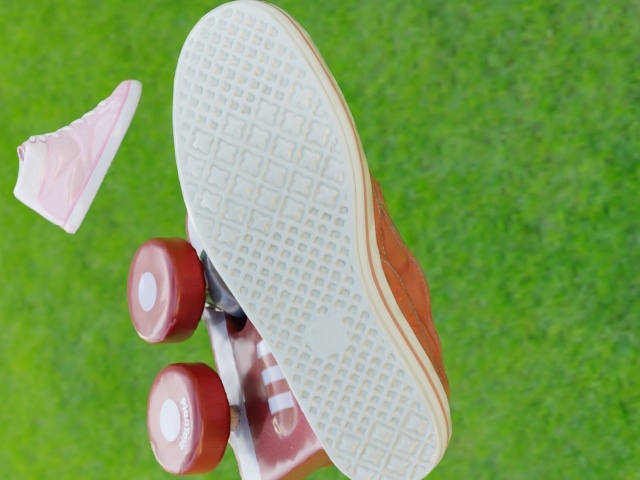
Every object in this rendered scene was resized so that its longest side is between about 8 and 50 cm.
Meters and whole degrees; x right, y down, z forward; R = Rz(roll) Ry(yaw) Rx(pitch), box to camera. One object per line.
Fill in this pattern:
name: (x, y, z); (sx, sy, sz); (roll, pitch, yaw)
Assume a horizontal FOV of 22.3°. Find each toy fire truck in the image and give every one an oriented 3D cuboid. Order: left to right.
toy fire truck: (-0.037, 0.066, 1.431); (0.254, 0.169, 0.302); (-40, 55, 49)

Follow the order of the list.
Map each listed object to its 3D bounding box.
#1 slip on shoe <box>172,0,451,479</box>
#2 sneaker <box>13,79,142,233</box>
slip on shoe: (0.000, 0.000, 1.048); (0.123, 0.101, 0.331); (-18, 107, 20)
sneaker: (-0.190, -0.078, 1.249); (0.134, 0.070, 0.051); (-65, 6, -19)
